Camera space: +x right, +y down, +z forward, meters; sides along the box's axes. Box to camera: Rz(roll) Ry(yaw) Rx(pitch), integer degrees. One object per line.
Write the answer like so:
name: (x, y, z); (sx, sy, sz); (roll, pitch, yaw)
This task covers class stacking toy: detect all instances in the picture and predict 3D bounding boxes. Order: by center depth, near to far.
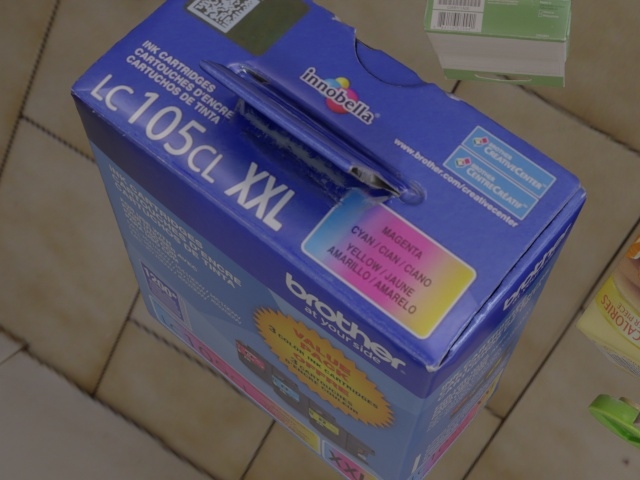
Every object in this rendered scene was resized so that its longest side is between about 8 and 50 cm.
stacking toy: (0.557, 0.274, 1.527); (0.279, 0.309, 0.130); (37, 81, -4)

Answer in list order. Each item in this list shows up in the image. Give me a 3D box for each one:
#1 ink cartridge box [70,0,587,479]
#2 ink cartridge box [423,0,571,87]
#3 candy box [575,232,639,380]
ink cartridge box: (0.000, 0.000, 0.697); (0.270, 0.151, 0.395); (36, 157, 16)
ink cartridge box: (0.231, -0.253, 1.354); (0.171, 0.235, 0.056); (6, 87, 13)
candy box: (0.373, 0.071, 0.808); (0.087, 0.316, 0.183); (38, 86, -39)
